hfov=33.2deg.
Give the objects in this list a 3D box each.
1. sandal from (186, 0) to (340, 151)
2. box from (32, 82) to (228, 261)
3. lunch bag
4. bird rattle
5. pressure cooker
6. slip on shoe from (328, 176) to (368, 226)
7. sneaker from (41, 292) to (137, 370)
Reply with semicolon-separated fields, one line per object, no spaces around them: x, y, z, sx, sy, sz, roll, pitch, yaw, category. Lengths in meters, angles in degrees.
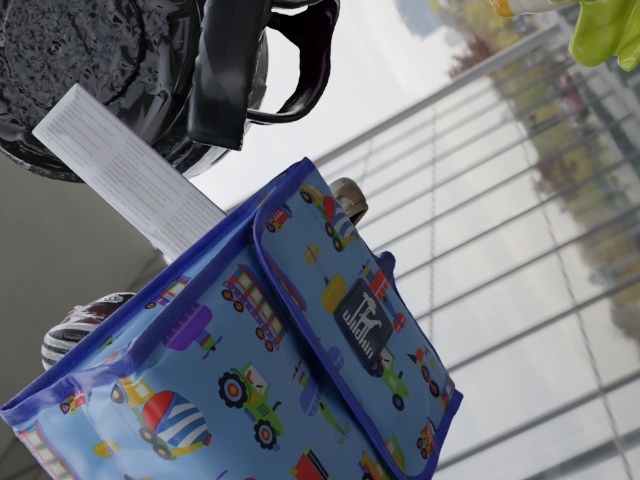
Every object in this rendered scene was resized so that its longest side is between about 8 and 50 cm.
-0.039;-0.155;0.901;0.446;0.107;0.167;-93;14;-72;sandal
-0.119;-0.013;0.962;0.324;0.067;0.063;40;177;12;box
-0.020;0.095;0.715;0.221;0.138;0.293;54;-139;-12;lunch bag
0.269;-0.289;1.022;0.143;0.207;0.253;48;-120;-31;bird rattle
-0.261;-0.266;1.498;0.420;0.370;0.375;-26;-59;-79;pressure cooker
0.000;0.000;1.056;0.041;0.135;0.051;50;-157;27;slip on shoe
-0.181;0.120;1.292;0.281;0.106;0.162;14;-159;-8;sneaker
